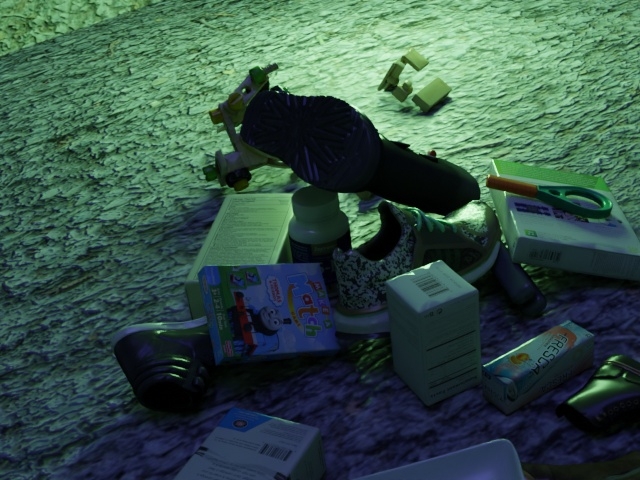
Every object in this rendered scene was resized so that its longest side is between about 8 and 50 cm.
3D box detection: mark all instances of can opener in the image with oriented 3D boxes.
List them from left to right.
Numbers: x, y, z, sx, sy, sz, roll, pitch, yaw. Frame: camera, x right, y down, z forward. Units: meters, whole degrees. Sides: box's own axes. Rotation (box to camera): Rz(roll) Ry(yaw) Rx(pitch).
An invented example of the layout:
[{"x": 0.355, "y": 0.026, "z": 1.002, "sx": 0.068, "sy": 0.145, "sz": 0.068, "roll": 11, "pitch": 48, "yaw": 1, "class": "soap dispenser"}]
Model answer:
[{"x": 0.303, "y": 0.050, "z": 1.722, "sx": 0.095, "sy": 0.076, "sz": 0.283, "roll": -39, "pitch": 31, "yaw": 10, "class": "can opener"}]

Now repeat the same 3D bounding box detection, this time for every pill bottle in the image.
[{"x": 0.000, "y": 0.000, "z": 1.736, "sx": 0.112, "sy": 0.186, "sz": 0.112, "roll": -6, "pitch": 31, "yaw": 4, "class": "pill bottle"}]

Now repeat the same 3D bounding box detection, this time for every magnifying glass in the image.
[{"x": 0.415, "y": -0.084, "z": 1.748, "sx": 0.231, "sy": 0.026, "sz": 0.092, "roll": 11, "pitch": 29, "yaw": 1, "class": "magnifying glass"}]

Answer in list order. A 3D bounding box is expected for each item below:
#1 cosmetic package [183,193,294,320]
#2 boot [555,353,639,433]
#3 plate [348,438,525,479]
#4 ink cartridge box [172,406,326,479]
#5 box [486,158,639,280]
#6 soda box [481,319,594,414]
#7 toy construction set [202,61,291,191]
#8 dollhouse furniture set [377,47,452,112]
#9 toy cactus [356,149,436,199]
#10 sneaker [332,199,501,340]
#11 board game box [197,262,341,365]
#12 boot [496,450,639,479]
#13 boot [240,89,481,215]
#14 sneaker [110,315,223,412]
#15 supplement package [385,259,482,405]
[{"x": -0.130, "y": 0.035, "z": 1.781, "sx": 0.160, "sy": 0.113, "sz": 0.309, "roll": 0, "pitch": 31, "yaw": 12, "class": "cosmetic package"}, {"x": 0.448, "y": 0.244, "z": 1.359, "sx": 0.137, "sy": 0.076, "sz": 0.198, "roll": -31, "pitch": 25, "yaw": -26, "class": "boot"}, {"x": 0.131, "y": 0.388, "z": 1.148, "sx": 0.278, "sy": 0.045, "sz": 0.277, "roll": -17, "pitch": 39, "yaw": 7, "class": "plate"}, {"x": -0.104, "y": 0.334, "z": 1.308, "sx": 0.148, "sy": 0.085, "sz": 0.203, "roll": 9, "pitch": 36, "yaw": 27, "class": "ink cartridge box"}, {"x": 0.443, "y": -0.044, "z": 1.772, "sx": 0.232, "sy": 0.058, "sz": 0.322, "roll": 9, "pitch": 30, "yaw": -4, "class": "box"}, {"x": 0.333, "y": 0.191, "z": 1.467, "sx": 0.183, "sy": 0.063, "sz": 0.058, "roll": -24, "pitch": 35, "yaw": -25, "class": "soda box"}, {"x": -0.183, "y": -0.237, "z": 2.174, "sx": 0.237, "sy": 0.257, "sz": 0.309, "roll": -28, "pitch": 14, "yaw": -10, "class": "toy construction set"}, {"x": 0.231, "y": -0.377, "z": 2.459, "sx": 0.151, "sy": 0.123, "sz": 0.144, "roll": 42, "pitch": 48, "yaw": 8, "class": "dollhouse furniture set"}, {"x": 0.126, "y": -0.163, "z": 2.076, "sx": 0.219, "sy": 0.112, "sz": 0.180, "roll": 14, "pitch": 46, "yaw": 17, "class": "toy cactus"}, {"x": 0.164, "y": 0.004, "z": 1.614, "sx": 0.158, "sy": 0.182, "sz": 0.410, "roll": 6, "pitch": 31, "yaw": 42, "class": "sneaker"}, {"x": -0.082, "y": 0.116, "z": 1.564, "sx": 0.212, "sy": 0.039, "sz": 0.160, "roll": -1, "pitch": 63, "yaw": -30, "class": "board game box"}, {"x": 0.348, "y": 0.324, "z": 1.259, "sx": 0.207, "sy": 0.090, "sz": 0.248, "roll": -16, "pitch": 24, "yaw": -41, "class": "boot"}, {"x": 0.125, "y": -0.121, "z": 1.732, "sx": 0.445, "sy": 0.146, "sz": 0.367, "roll": 23, "pitch": 8, "yaw": -39, "class": "boot"}, {"x": -0.178, "y": 0.199, "z": 1.552, "sx": 0.296, "sy": 0.104, "sz": 0.146, "roll": -7, "pitch": 47, "yaw": -19, "class": "sneaker"}, {"x": 0.174, "y": 0.141, "z": 1.471, "sx": 0.105, "sy": 0.179, "sz": 0.105, "roll": -20, "pitch": 34, "yaw": -19, "class": "supplement package"}]
